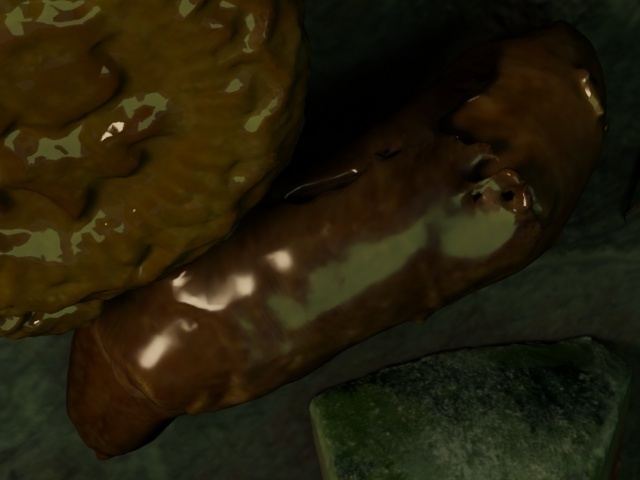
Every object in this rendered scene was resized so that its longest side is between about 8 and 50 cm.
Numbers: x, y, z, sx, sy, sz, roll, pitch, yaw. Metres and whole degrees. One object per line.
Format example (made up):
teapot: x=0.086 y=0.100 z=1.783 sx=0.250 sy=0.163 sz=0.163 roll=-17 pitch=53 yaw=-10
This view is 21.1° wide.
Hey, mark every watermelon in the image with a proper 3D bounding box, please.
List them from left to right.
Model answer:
watermelon: x=0.096 y=0.186 z=1.004 sx=0.193 sy=0.140 sz=0.257 roll=-9 pitch=137 yaw=-9

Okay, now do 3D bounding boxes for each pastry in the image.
pastry: x=-0.117 y=-0.075 z=0.689 sx=0.240 sy=0.132 sz=0.235 roll=7 pitch=131 yaw=-21

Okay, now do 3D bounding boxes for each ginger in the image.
ginger: x=0.005 y=0.001 z=0.799 sx=0.309 sy=0.133 sz=0.107 roll=-30 pitch=105 yaw=0

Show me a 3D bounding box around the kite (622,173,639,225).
kite: x=0.270 y=-0.136 z=0.889 sx=0.321 sy=0.016 sz=0.234 roll=-34 pitch=131 yaw=2
